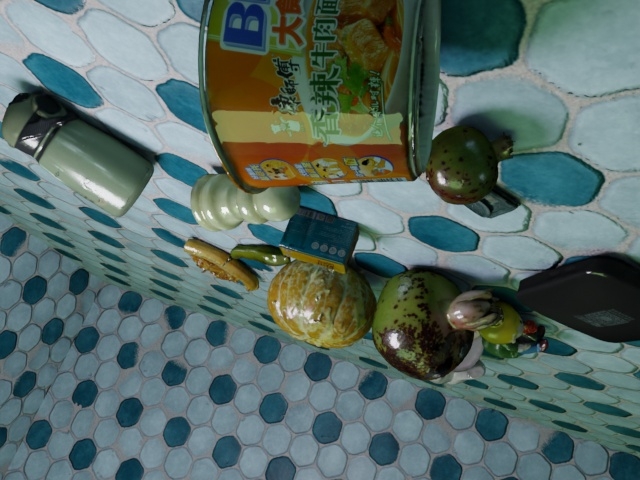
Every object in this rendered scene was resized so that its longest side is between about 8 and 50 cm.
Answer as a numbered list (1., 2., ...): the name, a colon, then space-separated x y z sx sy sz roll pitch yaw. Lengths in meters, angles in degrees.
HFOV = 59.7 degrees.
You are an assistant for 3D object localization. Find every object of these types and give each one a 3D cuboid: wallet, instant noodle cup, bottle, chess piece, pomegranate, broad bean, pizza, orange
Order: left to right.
1. bottle: -0.587 -0.211 1.346 0.347 0.168 0.168 36 156 -24
2. pizza: -0.368 0.096 2.054 0.182 0.073 0.365 -6 148 35
3. chess piece: -0.161 -0.092 1.281 0.251 0.144 0.144 0 152 36
4. broad bean: -0.209 0.045 1.793 0.325 0.067 0.075 4 124 45
5. orange: 0.007 0.183 1.653 0.329 0.249 0.329 19 165 5
6. instant noodle cup: 0.022 -0.189 0.651 0.214 0.296 0.296 5 157 15
7. pomegranate: 0.300 0.205 1.407 0.285 0.285 0.341 32 147 -29
8. pomegranate: 0.221 -0.113 0.847 0.130 0.130 0.130 19 160 7
9. wallet: 0.284 -0.079 1.007 0.129 0.026 0.088 28 159 -19

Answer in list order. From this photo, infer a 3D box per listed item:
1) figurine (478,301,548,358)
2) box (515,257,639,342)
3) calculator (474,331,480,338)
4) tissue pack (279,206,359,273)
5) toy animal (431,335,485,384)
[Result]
1. figurine: 0.512 0.234 1.487 0.185 0.127 0.234 0 141 19
2. box: 0.604 0.131 1.173 0.290 0.073 0.289 24 160 -7
3. calculator: 0.374 0.251 1.699 0.236 0.033 0.157 35 136 -14
4. tissue pack: 0.000 0.000 1.365 0.169 0.120 0.082 16 158 10
5. toy animal: 0.403 0.395 1.879 0.272 0.206 0.265 17 157 5
